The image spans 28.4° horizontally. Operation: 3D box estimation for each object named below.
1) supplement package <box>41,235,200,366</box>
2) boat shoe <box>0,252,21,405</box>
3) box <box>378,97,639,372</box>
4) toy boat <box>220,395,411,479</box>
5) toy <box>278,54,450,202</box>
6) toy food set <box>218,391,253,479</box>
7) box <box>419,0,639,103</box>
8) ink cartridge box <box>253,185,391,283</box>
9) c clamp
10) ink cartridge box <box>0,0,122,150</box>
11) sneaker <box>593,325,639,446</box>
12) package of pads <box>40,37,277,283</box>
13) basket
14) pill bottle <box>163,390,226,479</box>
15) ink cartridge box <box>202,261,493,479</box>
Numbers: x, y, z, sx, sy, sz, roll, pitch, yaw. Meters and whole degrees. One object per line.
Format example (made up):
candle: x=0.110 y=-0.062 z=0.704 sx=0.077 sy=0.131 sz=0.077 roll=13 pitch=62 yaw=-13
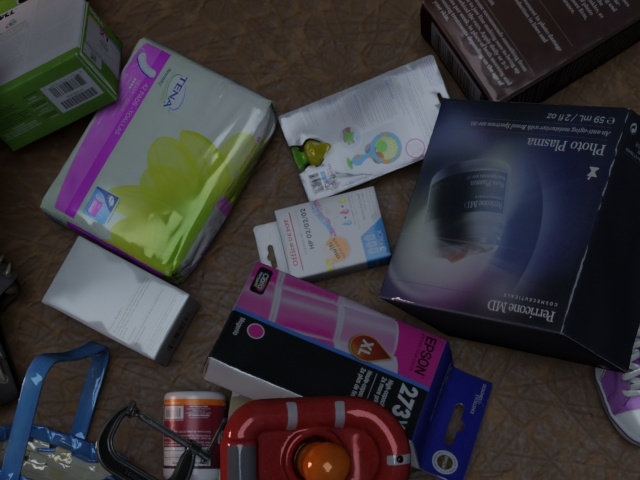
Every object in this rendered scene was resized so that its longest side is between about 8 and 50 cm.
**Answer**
supplement package: x=-0.273 y=0.086 z=1.745 sx=0.179 sy=0.105 sz=0.105 roll=28 pitch=82 yaw=8
boat shoe: x=-0.484 y=0.068 z=1.763 sx=0.130 sy=0.132 sz=0.355 roll=-7 pitch=87 yaw=-8
box: x=0.272 y=-0.013 z=1.628 sx=0.296 sy=0.183 sz=0.294 roll=9 pitch=77 yaw=44
toy boat: x=0.000 y=0.267 z=1.517 sx=0.231 sy=0.151 sz=0.151 roll=-1 pitch=89 yaw=-15
toy: x=0.074 y=-0.155 z=1.799 sx=0.237 sy=0.056 sz=0.136 roll=-21 pitch=82 yaw=4
toy food set: x=-0.021 y=0.315 z=1.638 sx=0.220 sy=0.092 sz=0.306 roll=11 pitch=60 yaw=-6
box: x=0.347 y=-0.339 z=1.780 sx=0.381 sy=0.143 sz=0.191 roll=-32 pitch=78 yaw=-1
ink cartridge box: x=0.000 y=0.000 z=1.768 sx=0.181 sy=0.061 sz=0.104 roll=-14 pitch=78 yaw=1
c clamp: x=-0.210 y=0.261 z=1.628 sx=0.161 sy=0.022 sz=0.137 roll=31 pitch=63 yaw=-25
ink cartridge box: x=-0.384 y=-0.278 z=1.811 sx=0.189 sy=0.097 sz=0.255 roll=-23 pitch=43 yaw=19
sneaker: x=0.417 y=0.132 z=1.669 sx=0.102 sy=0.161 sz=0.282 roll=-9 pitch=80 yaw=0
package of pads: x=-0.219 y=-0.111 z=1.784 sx=0.229 sy=0.101 sz=0.296 roll=28 pitch=82 yaw=9
basket: x=-0.357 y=0.278 z=1.637 sx=0.201 sy=0.255 sz=0.288 roll=20 pitch=92 yaw=10
pill bottle: x=-0.170 y=0.281 z=1.710 sx=0.086 sy=0.086 sz=0.152 roll=-1 pitch=81 yaw=3
ink cartridge box: x=0.046 y=0.175 z=1.681 sx=0.371 sy=0.069 sz=0.175 roll=24 pitch=51 yaw=1
